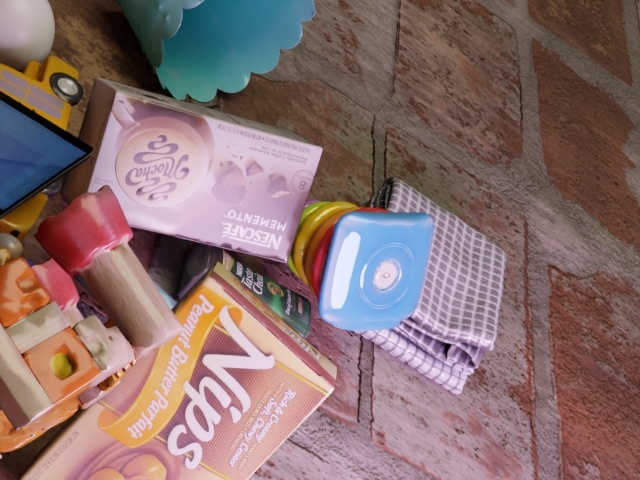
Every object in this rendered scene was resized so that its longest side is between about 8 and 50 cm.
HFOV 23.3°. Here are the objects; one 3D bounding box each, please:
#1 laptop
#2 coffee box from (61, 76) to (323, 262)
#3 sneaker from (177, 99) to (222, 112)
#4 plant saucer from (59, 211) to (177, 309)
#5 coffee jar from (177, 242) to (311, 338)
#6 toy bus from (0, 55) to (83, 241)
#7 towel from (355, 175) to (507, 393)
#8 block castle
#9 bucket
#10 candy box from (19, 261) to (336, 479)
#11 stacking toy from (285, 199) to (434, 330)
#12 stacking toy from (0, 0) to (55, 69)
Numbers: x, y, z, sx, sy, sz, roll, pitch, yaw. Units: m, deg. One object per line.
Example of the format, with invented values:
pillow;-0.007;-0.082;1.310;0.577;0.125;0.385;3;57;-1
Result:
laptop;-0.439;-0.129;1.763;0.234;0.136;0.264;30;1;33
coffee box;-0.168;-0.091;2.044;0.297;0.168;0.119;14;9;-25
sneaker;-0.164;-0.102;2.152;0.227;0.130;0.087;54;35;2
plant saucer;-0.208;0.086;1.871;0.317;0.043;0.317;43;-2;2
coffee jar;-0.104;0.080;2.070;0.184;0.079;0.096;30;30;-20
toy bus;-0.395;-0.108;1.943;0.130;0.108;0.332;27;39;-21
towel;0.159;0.057;2.327;0.235;0.121;0.283;33;37;-15
block castle;-0.381;0.127;1.442;0.453;0.303;0.213;-32;86;-29
bucket;-0.164;-0.364;2.303;0.281;0.281;0.183;-5;53;-48
candy box;-0.154;0.201;1.694;0.183;0.316;0.087;42;9;-6
stacking toy;0.000;0.000;2.169;0.175;0.165;0.302;0;19;-39
stacking toy;-0.497;-0.447;2.065;0.480;0.351;0.350;61;35;-5
